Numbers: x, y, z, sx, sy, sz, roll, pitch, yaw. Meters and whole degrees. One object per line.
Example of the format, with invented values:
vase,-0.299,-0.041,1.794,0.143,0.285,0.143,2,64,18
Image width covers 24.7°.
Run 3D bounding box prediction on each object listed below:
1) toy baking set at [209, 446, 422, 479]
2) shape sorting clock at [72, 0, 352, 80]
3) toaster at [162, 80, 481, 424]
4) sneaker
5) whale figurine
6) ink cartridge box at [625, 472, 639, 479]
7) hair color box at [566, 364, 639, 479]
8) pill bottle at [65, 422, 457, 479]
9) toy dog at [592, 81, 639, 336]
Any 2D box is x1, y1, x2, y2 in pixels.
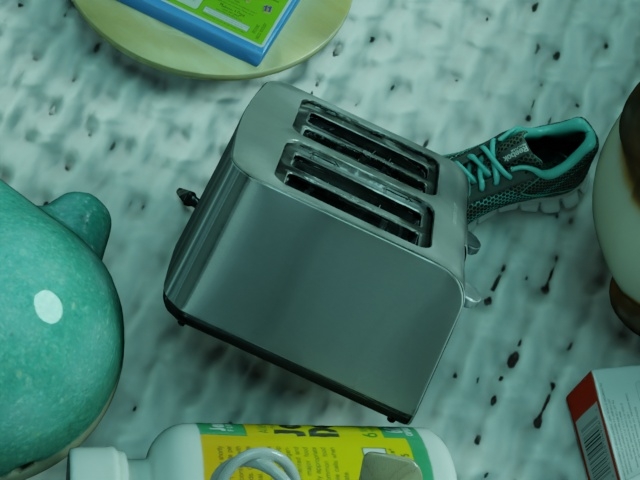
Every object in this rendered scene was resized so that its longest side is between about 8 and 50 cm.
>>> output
toy baking set,-0.052,0.207,0.741,0.256,0.030,0.196,-19,106,9
shape sorting clock,-0.077,-0.193,1.016,0.206,0.040,0.206,4,62,-7
toaster,0.000,0.000,0.865,0.186,0.110,0.168,25,24,-4
sneaker,0.112,-0.047,0.968,0.167,0.076,0.065,-18,69,-20
whale figurine,-0.220,0.006,0.831,0.216,0.141,0.272,-20,66,-20
ink cartridge box,0.191,0.212,0.818,0.333,0.165,0.065,-20,28,-19
hair color box,0.251,0.125,0.931,0.167,0.053,0.093,-4,64,-13
pill bottle,-0.036,0.160,0.812,0.209,0.117,0.117,2,64,-11
toy dog,0.333,-0.104,0.930,0.395,0.284,0.408,31,58,17
